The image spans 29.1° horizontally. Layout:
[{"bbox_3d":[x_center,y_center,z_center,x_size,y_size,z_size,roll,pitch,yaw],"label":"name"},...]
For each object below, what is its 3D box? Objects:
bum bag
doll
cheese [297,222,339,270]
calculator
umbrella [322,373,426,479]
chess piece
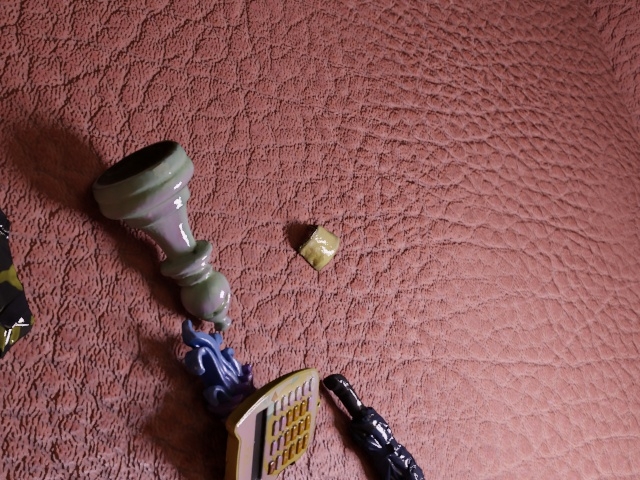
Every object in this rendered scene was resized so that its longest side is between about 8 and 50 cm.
[{"bbox_3d":[-0.397,0.029,1.433,0.107,0.060,0.232,-2,68,-46],"label":"bum bag"},{"bbox_3d":[-0.130,0.188,1.665,0.206,0.067,0.110,56,31,-28],"label":"doll"},{"bbox_3d":[0.001,-0.001,1.972,0.060,0.041,0.084,44,41,-23],"label":"cheese"},{"bbox_3d":[-0.065,0.259,1.677,0.236,0.033,0.157,-23,123,-56],"label":"calculator"},{"bbox_3d":[0.089,0.299,1.877,0.248,0.071,0.071,59,36,-8],"label":"umbrella"},{"bbox_3d":[-0.189,0.010,1.672,0.271,0.139,0.139,63,34,-20],"label":"chess piece"}]
